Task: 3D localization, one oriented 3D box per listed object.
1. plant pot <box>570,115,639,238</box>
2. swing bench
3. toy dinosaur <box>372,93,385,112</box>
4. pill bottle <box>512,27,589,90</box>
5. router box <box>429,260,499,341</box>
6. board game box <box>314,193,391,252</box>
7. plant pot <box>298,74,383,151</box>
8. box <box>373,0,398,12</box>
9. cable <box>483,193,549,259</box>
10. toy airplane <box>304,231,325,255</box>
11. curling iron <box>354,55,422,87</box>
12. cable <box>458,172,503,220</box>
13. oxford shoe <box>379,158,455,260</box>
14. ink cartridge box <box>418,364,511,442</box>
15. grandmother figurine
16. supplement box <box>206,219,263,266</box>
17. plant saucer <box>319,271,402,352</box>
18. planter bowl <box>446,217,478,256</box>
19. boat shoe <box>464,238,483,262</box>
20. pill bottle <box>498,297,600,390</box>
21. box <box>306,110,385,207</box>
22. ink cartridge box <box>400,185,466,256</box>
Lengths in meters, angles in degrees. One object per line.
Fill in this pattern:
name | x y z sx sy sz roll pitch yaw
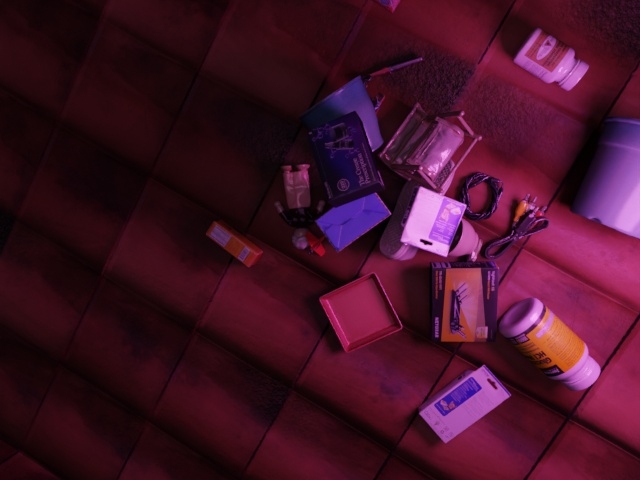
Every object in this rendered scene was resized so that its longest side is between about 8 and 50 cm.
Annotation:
plant pot | 1.060 -0.198 1.437 0.341 0.341 0.334 23 105 6
swing bench | 0.393 -0.345 1.558 0.165 0.254 0.253 36 91 -37
toy dinosaur | 0.226 -0.538 1.674 0.082 0.047 0.090 -33 123 1
pill bottle | 0.825 -0.643 1.517 0.229 0.131 0.131 35 99 4
router box | 0.547 0.237 1.632 0.243 0.081 0.309 -2 106 9
board game box | 0.131 -0.088 1.587 0.232 0.291 0.141 -36 88 9
plant pot | 0.100 -0.430 1.593 0.271 0.271 0.255 -32 104 10
box | 0.289 -1.012 1.571 0.128 0.122 0.257 35 99 5
cable | 0.756 -0.034 1.633 0.139 0.072 0.287 31 111 -12
toy airplane | 0.000 0.000 1.716 0.028 0.151 0.151 24 100 44
curling iron | 0.262 -0.655 1.646 0.274 0.035 0.068 -18 55 6
cable | 0.611 -0.166 1.632 0.150 0.047 0.184 22 98 6
oxford shoe | 0.381 -0.117 1.639 0.169 0.130 0.449 28 88 46
ink cartridge box | 0.572 0.646 1.699 0.332 0.065 0.165 -41 88 11
grandmother figurine | -0.080 -0.132 1.719 0.207 0.104 0.342 -1 98 21
supplement box | -0.360 0.010 1.779 0.233 0.078 0.080 39 102 4
plant saucer | 0.164 0.292 1.739 0.258 0.048 0.259 -27 91 10
planter bowl | 0.528 -0.007 1.615 0.109 0.162 0.162 18 98 -19
boat shoe | 0.588 0.061 1.656 0.049 0.056 0.152 22 99 21
pill bottle | 0.850 0.388 1.572 0.334 0.188 0.188 44 99 3
box | 0.082 -0.267 1.411 0.184 0.103 0.261 -21 76 17
ink cartridge box | 0.401 -0.067 1.537 0.206 0.045 0.208 19 93 -17
